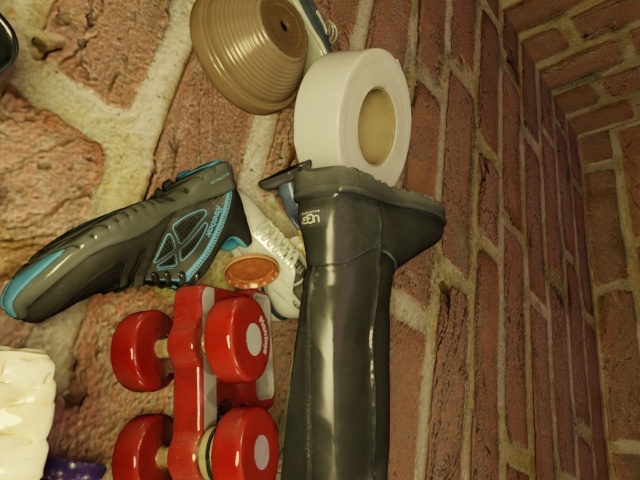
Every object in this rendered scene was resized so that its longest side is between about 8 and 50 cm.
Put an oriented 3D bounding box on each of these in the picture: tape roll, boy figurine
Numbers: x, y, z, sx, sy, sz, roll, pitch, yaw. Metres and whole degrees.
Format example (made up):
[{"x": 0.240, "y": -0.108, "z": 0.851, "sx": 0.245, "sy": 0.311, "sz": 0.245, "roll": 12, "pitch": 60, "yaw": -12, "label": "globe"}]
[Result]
[{"x": 0.072, "y": -0.221, "z": 0.975, "sx": 0.286, "sy": 0.100, "sz": 0.287, "roll": -18, "pitch": 112, "yaw": -52, "label": "tape roll"}, {"x": 0.000, "y": 0.000, "z": 0.899, "sx": 0.285, "sy": 0.092, "sz": 0.177, "roll": 66, "pitch": 27, "yaw": -14, "label": "boy figurine"}]

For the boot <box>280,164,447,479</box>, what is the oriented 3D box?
[{"x": 0.086, "y": 0.146, "z": 0.778, "sx": 0.366, "sy": 0.146, "sz": 0.446, "roll": 10, "pitch": 75, "yaw": -49, "label": "boot"}]

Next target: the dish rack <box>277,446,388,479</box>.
[{"x": -0.011, "y": 0.409, "z": 0.774, "sx": 0.208, "sy": 0.074, "sz": 0.271, "roll": 58, "pitch": 43, "yaw": -18, "label": "dish rack"}]

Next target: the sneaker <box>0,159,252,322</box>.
[{"x": -0.208, "y": 0.015, "z": 0.627, "sx": 0.340, "sy": 0.125, "sz": 0.140, "roll": -39, "pitch": 113, "yaw": -43, "label": "sneaker"}]

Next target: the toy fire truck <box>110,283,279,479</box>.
[{"x": -0.120, "y": 0.205, "z": 0.660, "sx": 0.254, "sy": 0.169, "sz": 0.303, "roll": 29, "pitch": 52, "yaw": -66, "label": "toy fire truck"}]

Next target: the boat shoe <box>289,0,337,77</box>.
[{"x": -0.019, "y": -0.407, "z": 1.008, "sx": 0.079, "sy": 0.095, "sz": 0.255, "roll": -36, "pitch": 97, "yaw": -37, "label": "boat shoe"}]

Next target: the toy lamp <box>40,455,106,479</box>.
[{"x": -0.286, "y": 0.355, "z": 0.473, "sx": 0.080, "sy": 0.080, "sz": 0.275, "roll": 35, "pitch": 51, "yaw": -37, "label": "toy lamp"}]

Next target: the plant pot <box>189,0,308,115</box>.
[{"x": -0.099, "y": -0.350, "z": 0.881, "sx": 0.237, "sy": 0.109, "sz": 0.238, "roll": 17, "pitch": 67, "yaw": -45, "label": "plant pot"}]

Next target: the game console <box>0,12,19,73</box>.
[{"x": -0.451, "y": -0.184, "z": 0.371, "sx": 0.293, "sy": 0.173, "sz": 0.250, "roll": 53, "pitch": 44, "yaw": -24, "label": "game console"}]

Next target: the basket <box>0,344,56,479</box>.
[{"x": -0.364, "y": 0.220, "z": 0.279, "sx": 0.331, "sy": 0.266, "sz": 0.329, "roll": 17, "pitch": 65, "yaw": -47, "label": "basket"}]

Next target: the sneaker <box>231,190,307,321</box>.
[{"x": -0.076, "y": 0.020, "z": 0.805, "sx": 0.090, "sy": 0.094, "sz": 0.235, "roll": -44, "pitch": 110, "yaw": -45, "label": "sneaker"}]

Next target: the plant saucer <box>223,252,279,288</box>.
[{"x": -0.103, "y": 0.045, "z": 0.749, "sx": 0.083, "sy": 0.083, "sz": 0.013, "roll": 29, "pitch": 37, "yaw": -40, "label": "plant saucer"}]
